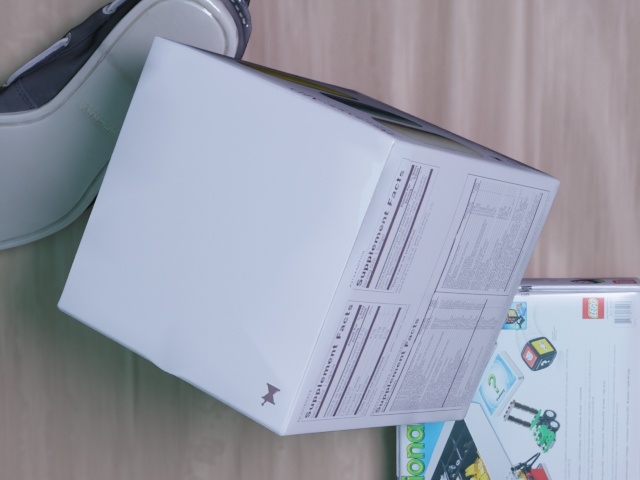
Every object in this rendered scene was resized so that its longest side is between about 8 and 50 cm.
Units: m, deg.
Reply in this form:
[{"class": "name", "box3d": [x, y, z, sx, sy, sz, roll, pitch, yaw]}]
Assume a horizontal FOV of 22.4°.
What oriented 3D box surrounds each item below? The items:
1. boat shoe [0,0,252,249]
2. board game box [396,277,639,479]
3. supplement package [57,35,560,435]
[{"class": "boat shoe", "box3d": [-0.177, -0.098, 1.221, 0.335, 0.095, 0.112, -32, 106, 28]}, {"class": "board game box", "box3d": [0.155, 0.181, 1.277, 0.193, 0.053, 0.305, 0, 99, 3]}, {"class": "supplement package", "box3d": [0.000, 0.000, 1.120, 0.199, 0.262, 0.198, 26, 100, 29]}]
